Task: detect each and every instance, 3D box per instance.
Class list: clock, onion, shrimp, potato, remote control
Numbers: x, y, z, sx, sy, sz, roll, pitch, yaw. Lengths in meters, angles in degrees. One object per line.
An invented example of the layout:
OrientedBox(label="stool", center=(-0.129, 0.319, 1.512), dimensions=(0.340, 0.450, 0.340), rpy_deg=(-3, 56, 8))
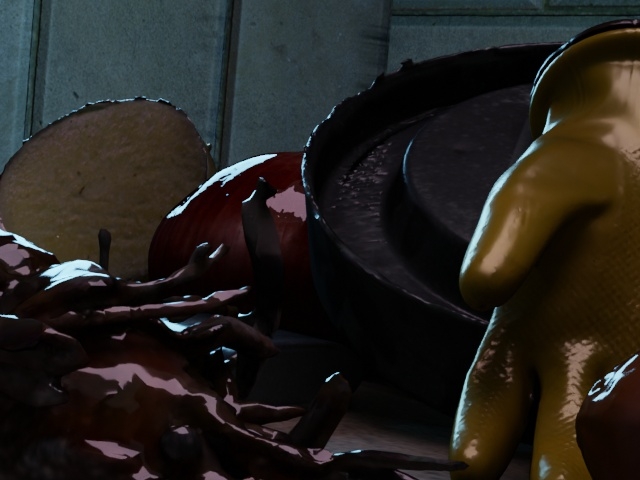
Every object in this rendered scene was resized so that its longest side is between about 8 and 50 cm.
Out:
OrientedBox(label="clock", center=(0.179, -0.009, 0.986), dimensions=(0.386, 0.076, 0.386), rpy_deg=(2, 31, -1))
OrientedBox(label="onion", center=(-0.005, 0.010, 1.175), dimensions=(0.248, 0.161, 0.248), rpy_deg=(-10, -12, -2))
OrientedBox(label="shrimp", center=(-0.066, 0.055, 0.551), dimensions=(0.343, 0.116, 0.145), rpy_deg=(10, 29, 29))
OrientedBox(label="potato", center=(-0.171, -0.023, 1.476), dimensions=(0.202, 0.182, 0.117), rpy_deg=(-19, -25, 14))
OrientedBox(label="remote control", center=(-0.138, 0.054, 1.054), dimensions=(0.107, 0.044, 0.377), rpy_deg=(7, 2, -42))

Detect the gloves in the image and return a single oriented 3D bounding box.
OrientedBox(label="gloves", center=(0.140, 0.025, 0.769), dimensions=(0.133, 0.116, 0.294), rpy_deg=(2, 40, 14))

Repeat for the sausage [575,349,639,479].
OrientedBox(label="sausage", center=(0.211, 0.082, 0.545), dimensions=(0.259, 0.114, 0.113), rpy_deg=(10, 5, 29))
